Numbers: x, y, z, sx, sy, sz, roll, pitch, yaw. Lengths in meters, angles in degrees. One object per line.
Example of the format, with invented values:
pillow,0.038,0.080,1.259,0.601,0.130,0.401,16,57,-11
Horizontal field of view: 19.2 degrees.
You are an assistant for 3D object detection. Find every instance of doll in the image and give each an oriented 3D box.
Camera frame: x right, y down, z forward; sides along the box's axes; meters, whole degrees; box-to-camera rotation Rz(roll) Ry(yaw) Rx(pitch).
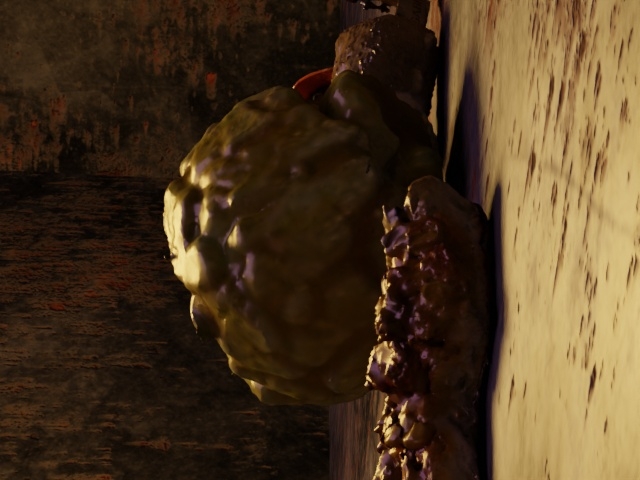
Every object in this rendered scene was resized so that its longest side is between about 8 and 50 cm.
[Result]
doll,0.066,-0.155,1.791,0.105,0.115,0.221,65,-147,-73

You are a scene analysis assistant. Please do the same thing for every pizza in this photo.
pizza,0.075,0.105,1.381,0.161,0.086,0.305,-110,21,-82

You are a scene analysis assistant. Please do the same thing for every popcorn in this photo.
popcorn,-0.006,0.008,1.632,0.282,0.247,0.282,-12,-90,-88

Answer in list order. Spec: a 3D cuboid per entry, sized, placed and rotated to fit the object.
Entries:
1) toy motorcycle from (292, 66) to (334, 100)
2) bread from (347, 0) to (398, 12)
toy motorcycle,0.033,-0.080,2.221,0.325,0.148,0.221,-87,-21,-61
bread,0.059,-0.362,1.866,0.260,0.129,0.134,97,-177,-48
